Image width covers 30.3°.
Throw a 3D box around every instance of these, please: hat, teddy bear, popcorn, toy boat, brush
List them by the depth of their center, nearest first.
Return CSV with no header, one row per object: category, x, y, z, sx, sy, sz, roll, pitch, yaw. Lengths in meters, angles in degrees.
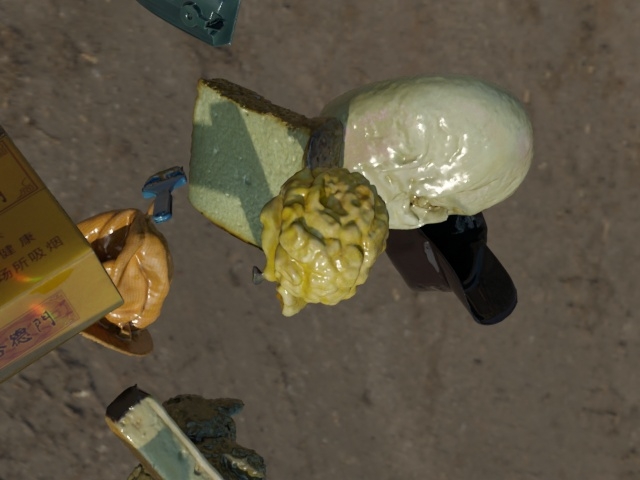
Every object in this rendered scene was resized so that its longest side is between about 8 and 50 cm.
brush,-0.168,-0.048,1.265,0.051,0.164,0.014,-22,110,1
popcorn,0.000,0.000,1.390,0.180,0.170,0.180,-11,90,-79
toy boat,-0.214,-0.375,1.750,0.103,0.246,0.093,-37,152,-47
hat,-0.301,0.009,1.800,0.233,0.244,0.233,-53,143,12
teddy bear,-0.203,0.350,1.849,0.267,0.256,0.156,-15,122,3
hat,0.200,0.039,2.188,0.238,0.209,0.336,16,47,-45

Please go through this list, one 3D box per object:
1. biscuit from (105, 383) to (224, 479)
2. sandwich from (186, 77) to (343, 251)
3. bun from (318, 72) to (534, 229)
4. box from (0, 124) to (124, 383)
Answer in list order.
biscuit,-0.160,0.238,1.291,0.056,0.052,0.188,-45,120,-22
sandwich,-0.082,-0.103,1.718,0.087,0.251,0.226,-15,121,-44
bun,0.159,-0.128,1.899,0.361,0.361,0.213,12,72,-46
box,-0.464,0.005,1.533,0.264,0.415,0.116,-34,138,-10
